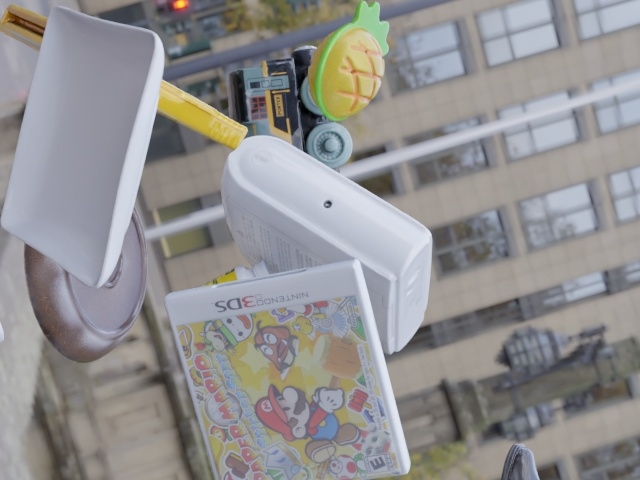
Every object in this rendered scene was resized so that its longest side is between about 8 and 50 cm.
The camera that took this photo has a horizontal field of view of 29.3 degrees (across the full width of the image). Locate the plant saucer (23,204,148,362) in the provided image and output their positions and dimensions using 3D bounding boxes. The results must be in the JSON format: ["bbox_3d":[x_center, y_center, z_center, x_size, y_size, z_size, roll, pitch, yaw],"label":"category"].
[{"bbox_3d":[-0.338,0.029,1.845,0.310,0.050,0.310,-3,90,-70],"label":"plant saucer"}]

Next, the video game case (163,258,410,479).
[{"bbox_3d":[-0.034,0.144,1.237,0.026,0.206,0.227,-52,129,-69],"label":"video game case"}]

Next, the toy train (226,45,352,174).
[{"bbox_3d":[-0.048,-0.149,2.009,0.142,0.190,0.334,-158,-118,-81],"label":"toy train"}]

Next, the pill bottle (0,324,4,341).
[{"bbox_3d":[-0.461,0.121,1.377,0.112,0.187,0.112,42,-31,33],"label":"pill bottle"}]

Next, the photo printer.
[{"bbox_3d":[0.000,0.000,1.645,0.307,0.107,0.256,32,-23,20],"label":"photo printer"}]

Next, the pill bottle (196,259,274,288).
[{"bbox_3d":[-0.117,0.073,1.653,0.065,0.116,0.065,61,5,-9],"label":"pill bottle"}]

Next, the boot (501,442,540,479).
[{"bbox_3d":[0.401,0.421,1.821,0.091,0.229,0.263,-10,87,-57],"label":"boot"}]

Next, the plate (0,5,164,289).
[{"bbox_3d":[-0.262,-0.111,1.372,0.277,0.045,0.278,24,-78,52],"label":"plate"}]

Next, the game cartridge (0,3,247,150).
[{"bbox_3d":[-0.285,-0.238,1.789,0.324,0.052,0.285,25,3,-35],"label":"game cartridge"}]

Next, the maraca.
[{"bbox_3d":[0.046,-0.256,1.746,0.099,0.185,0.127,17,-25,32],"label":"maraca"}]
